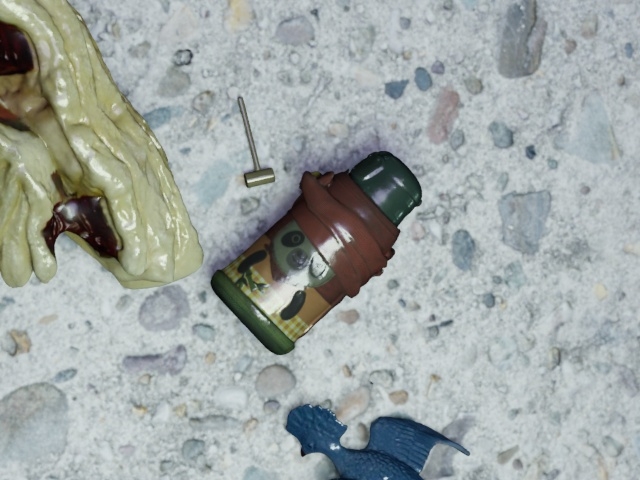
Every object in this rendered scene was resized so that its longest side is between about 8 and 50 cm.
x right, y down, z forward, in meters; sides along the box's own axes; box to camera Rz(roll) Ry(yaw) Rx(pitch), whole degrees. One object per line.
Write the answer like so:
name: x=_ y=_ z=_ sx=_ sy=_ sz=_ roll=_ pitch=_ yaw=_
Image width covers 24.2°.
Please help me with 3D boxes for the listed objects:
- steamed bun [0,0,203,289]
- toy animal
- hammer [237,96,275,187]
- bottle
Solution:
steamed bun: x=-0.332 y=-0.091 z=1.680 sx=0.247 sy=0.189 sz=0.428 roll=-16 pitch=113 yaw=24
toy animal: x=0.074 y=0.293 z=1.806 sx=0.255 sy=0.239 sz=0.176 roll=6 pitch=126 yaw=28
hammer: x=-0.085 y=-0.121 z=1.825 sx=0.035 sy=0.019 sz=0.110 roll=-14 pitch=93 yaw=-10
bottle: x=0.000 y=0.000 z=1.785 sx=0.271 sy=0.143 sz=0.156 roll=-43 pitch=125 yaw=-4
